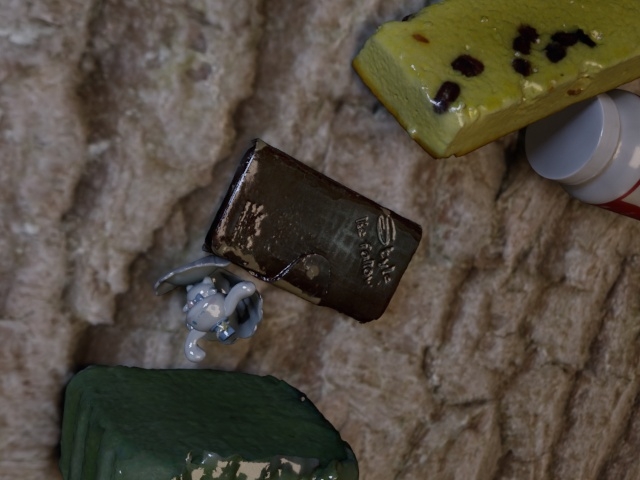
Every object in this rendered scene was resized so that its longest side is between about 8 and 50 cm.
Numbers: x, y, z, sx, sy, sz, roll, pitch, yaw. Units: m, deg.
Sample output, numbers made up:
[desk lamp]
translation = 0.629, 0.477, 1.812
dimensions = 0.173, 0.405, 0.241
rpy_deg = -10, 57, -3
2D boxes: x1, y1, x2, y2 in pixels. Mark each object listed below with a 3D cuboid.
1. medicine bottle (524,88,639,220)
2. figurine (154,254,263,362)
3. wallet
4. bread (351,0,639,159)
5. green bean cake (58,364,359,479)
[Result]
[medicine bottle]
translation = 0.354, -0.093, 1.082
dimensions = 0.250, 0.131, 0.131
rpy_deg = 13, 99, -36
[figurine]
translation = -0.096, 0.058, 0.869
dimensions = 0.086, 0.094, 0.082
rpy_deg = 68, 24, 1
[wallet]
translation = 0.000, 0.000, 0.944
dimensions = 0.232, 0.031, 0.122
rpy_deg = 26, 89, -37
[bread]
translation = 0.218, -0.198, 0.952
dimensions = 0.361, 0.138, 0.077
rpy_deg = -24, 160, -24
[green bean cake]
translation = -0.095, 0.196, 0.831
dimensions = 0.227, 0.222, 0.125
rpy_deg = 0, 105, -30
